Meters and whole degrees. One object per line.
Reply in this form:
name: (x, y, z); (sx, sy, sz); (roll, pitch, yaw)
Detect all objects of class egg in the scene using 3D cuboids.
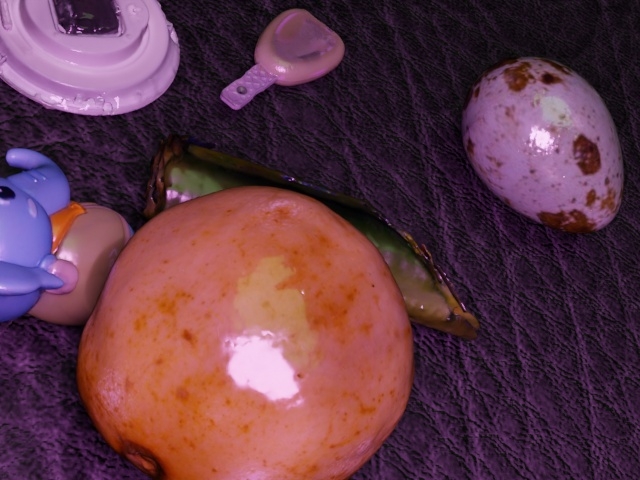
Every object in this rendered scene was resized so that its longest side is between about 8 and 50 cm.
egg: (0.265, -0.110, 1.467); (0.169, 0.169, 0.231); (-30, 81, -37)

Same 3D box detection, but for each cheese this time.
cheese: (-0.052, -0.207, 1.481); (0.097, 0.037, 0.192); (39, 50, 8)

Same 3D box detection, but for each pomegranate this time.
pomegranate: (-0.068, 0.101, 1.102); (0.307, 0.307, 0.307); (12, 52, -16)

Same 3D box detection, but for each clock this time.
clock: (-0.268, -0.243, 1.401); (0.236, 0.053, 0.236); (12, 51, -15)

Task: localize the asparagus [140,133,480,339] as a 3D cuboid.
asparagus: (0.000, 0.000, 1.309); (0.382, 0.108, 0.128); (18, 49, -14)

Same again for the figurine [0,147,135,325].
figurine: (-0.286, 0.005, 1.150); (0.180, 0.154, 0.262); (52, 27, 21)
